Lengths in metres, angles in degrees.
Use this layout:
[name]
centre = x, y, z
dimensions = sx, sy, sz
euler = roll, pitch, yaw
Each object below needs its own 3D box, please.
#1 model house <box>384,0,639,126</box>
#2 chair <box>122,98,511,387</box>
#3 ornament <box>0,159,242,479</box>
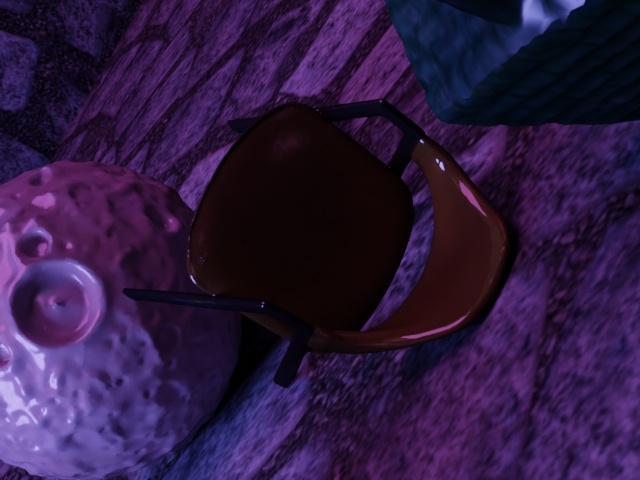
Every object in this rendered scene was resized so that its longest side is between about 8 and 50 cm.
[model house]
centre = 0.162, -0.221, 0.681
dimensions = 0.342, 0.335, 0.382
euler = -61, 8, -21
[chair]
centre = 0.000, 0.000, 0.981
dimensions = 0.158, 0.172, 0.247
euler = -60, 11, -17
[ornament]
centre = -0.189, 0.061, 1.162
dimensions = 0.259, 0.259, 0.225
euler = -58, -4, -6
